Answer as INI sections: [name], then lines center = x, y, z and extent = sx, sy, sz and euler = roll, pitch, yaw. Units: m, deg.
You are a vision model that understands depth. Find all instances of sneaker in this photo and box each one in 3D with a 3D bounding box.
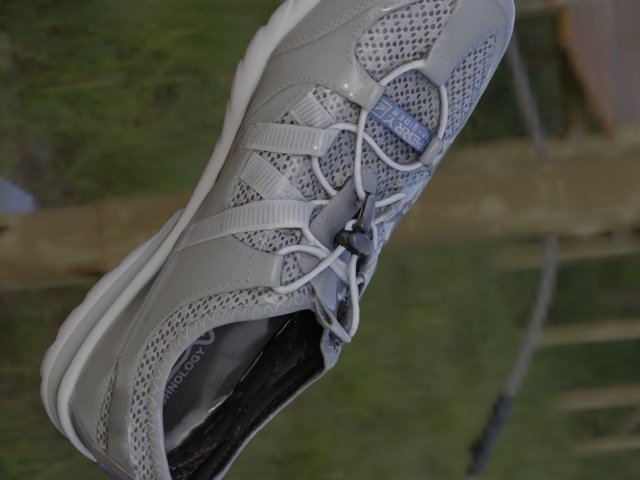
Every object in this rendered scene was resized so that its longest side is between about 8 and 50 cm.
[sneaker]
center = 0.000, 0.000, 0.832
extent = 0.105, 0.281, 0.115
euler = 28, 11, -37
